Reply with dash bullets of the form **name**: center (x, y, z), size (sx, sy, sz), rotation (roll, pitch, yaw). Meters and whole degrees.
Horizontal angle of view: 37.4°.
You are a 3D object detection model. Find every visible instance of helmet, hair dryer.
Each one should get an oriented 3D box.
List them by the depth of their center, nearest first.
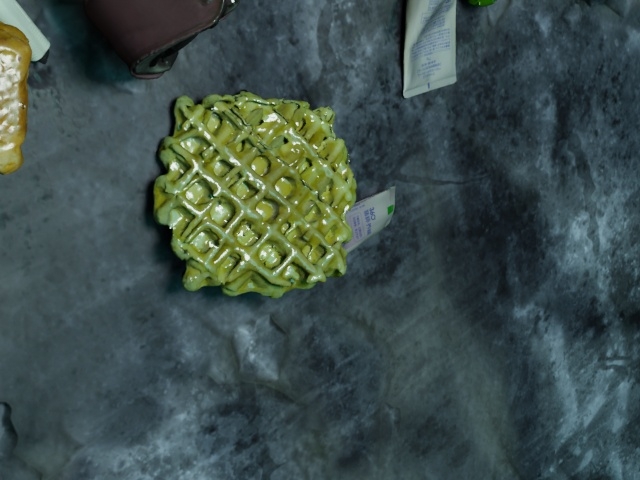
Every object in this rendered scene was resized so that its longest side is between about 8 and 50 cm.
- **hair dryer**: center (-0.379, -0.303, 1.084), size (0.131, 0.073, 0.236), rotation (-48, 127, -18)
- **helmet**: center (-0.154, -0.357, 1.128), size (0.197, 0.271, 0.338), rotation (46, 70, -12)

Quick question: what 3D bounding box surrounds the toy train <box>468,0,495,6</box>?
- **toy train**: center (0.240, -0.408, 1.458), size (0.209, 0.044, 0.042), rotation (43, 56, -65)

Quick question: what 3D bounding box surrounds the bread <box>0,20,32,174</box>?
- **bread**: center (-0.477, -0.163, 0.997), size (0.344, 0.149, 0.195), rotation (1, 101, -35)

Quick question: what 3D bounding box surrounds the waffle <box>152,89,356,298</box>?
- **waffle**: center (-0.080, -0.064, 1.328), size (0.317, 0.073, 0.297), rotation (-2, 92, -27)

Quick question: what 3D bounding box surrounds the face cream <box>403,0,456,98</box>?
- **face cream**: center (0.171, -0.341, 1.484), size (0.114, 0.070, 0.224), rotation (-21, 126, -30)

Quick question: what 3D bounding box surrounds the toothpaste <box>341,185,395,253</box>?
- **toothpaste**: center (0.000, 0.000, 1.445), size (0.301, 0.048, 0.075), rotation (-24, 109, -30)
